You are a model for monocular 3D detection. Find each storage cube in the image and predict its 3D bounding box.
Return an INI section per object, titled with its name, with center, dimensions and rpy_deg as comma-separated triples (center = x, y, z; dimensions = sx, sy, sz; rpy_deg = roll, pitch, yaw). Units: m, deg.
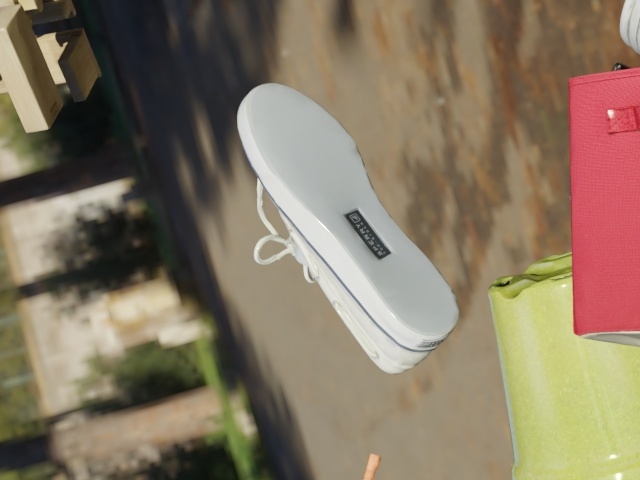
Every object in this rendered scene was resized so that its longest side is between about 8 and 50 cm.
[storage cube]
center = 0.302, -0.021, 1.316
dimensions = 0.215, 0.184, 0.193
rpy_deg = 10, -103, -54

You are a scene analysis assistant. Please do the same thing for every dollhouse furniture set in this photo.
[dollhouse furniture set]
center = -0.318, -0.177, 1.783
dimensions = 0.151, 0.123, 0.144
rpy_deg = -73, -30, -52

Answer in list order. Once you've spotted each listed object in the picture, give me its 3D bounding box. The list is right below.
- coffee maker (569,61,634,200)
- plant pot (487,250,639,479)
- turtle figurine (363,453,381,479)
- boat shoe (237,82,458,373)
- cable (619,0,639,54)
[coffee maker]
center = 0.318, -0.083, 1.548
dimensions = 0.120, 0.178, 0.171
rpy_deg = 107, -176, -49
[plant pot]
center = 0.298, 0.142, 1.917
dimensions = 0.276, 0.276, 0.254
rpy_deg = -141, 33, -82
[turtle figurine]
center = 0.047, 0.350, 1.646
dimensions = 0.217, 0.087, 0.269
rpy_deg = 130, 138, -51
[boat shoe]
center = 0.007, -0.002, 2.044
dimensions = 0.367, 0.136, 0.156
rpy_deg = 52, 139, 14
[cable]
center = 0.361, -0.232, 1.455
dimensions = 0.089, 0.257, 0.257
rpy_deg = 49, 141, 19
